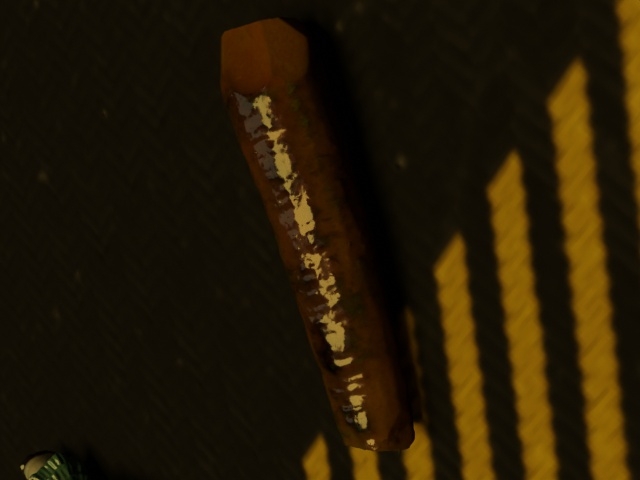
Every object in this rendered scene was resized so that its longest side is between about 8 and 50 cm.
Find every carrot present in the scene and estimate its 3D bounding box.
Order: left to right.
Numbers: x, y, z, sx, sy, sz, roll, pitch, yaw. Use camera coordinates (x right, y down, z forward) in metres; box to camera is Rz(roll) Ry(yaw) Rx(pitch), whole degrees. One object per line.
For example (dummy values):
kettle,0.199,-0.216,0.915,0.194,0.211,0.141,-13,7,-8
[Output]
carrot,0.000,0.000,0.497,0.042,0.042,0.171,-11,97,46

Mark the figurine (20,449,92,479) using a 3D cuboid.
figurine,-0.116,0.138,0.657,0.106,0.047,0.060,25,84,45
